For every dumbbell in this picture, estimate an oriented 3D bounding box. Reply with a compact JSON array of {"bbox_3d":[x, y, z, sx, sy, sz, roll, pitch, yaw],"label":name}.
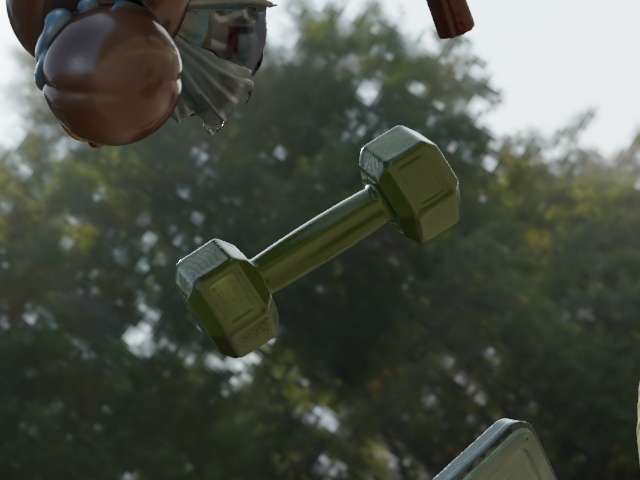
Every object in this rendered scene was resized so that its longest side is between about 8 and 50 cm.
[{"bbox_3d":[0.000,0.000,1.765,0.302,0.121,0.108,-31,0,-10],"label":"dumbbell"}]

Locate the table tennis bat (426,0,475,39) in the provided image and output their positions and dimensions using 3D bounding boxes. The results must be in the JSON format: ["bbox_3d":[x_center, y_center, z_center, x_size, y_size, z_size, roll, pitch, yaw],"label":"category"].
[{"bbox_3d":[0.084,-0.342,1.696,0.200,0.038,0.310,-40,-61,-35],"label":"table tennis bat"}]

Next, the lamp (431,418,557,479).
[{"bbox_3d":[0.184,0.373,1.935,0.266,0.047,0.269,-40,-64,-26],"label":"lamp"}]

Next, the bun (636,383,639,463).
[{"bbox_3d":[0.385,0.093,1.352,0.361,0.213,0.361,-33,11,7],"label":"bun"}]

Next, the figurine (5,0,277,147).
[{"bbox_3d":[-0.172,-0.221,1.684,0.276,0.248,0.388,-70,-18,-1],"label":"figurine"}]
